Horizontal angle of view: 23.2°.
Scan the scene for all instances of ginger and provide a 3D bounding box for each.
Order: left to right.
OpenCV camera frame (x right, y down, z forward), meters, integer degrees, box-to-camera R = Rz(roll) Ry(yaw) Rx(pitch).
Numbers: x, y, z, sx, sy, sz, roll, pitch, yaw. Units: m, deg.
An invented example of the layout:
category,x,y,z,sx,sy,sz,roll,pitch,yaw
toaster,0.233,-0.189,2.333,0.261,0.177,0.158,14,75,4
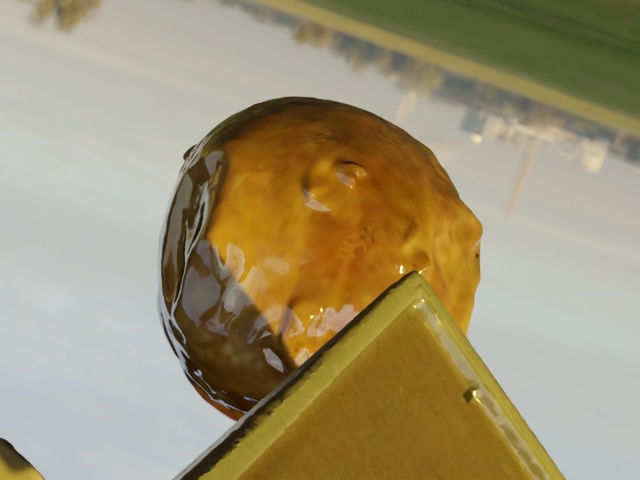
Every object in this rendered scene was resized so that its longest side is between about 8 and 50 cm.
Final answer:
category,x,y,z,sx,sy,sz,roll,pitch,yaw
ginger,-0.004,-0.002,1.037,0.200,0.223,0.269,20,-133,-10

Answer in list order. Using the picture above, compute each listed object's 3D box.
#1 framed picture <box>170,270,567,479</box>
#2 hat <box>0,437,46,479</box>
category,x,y,z,sx,sy,sz,roll,pitch,yaw
framed picture,0.079,0.178,0.527,0.324,0.020,0.240,55,-151,-2
hat,-0.257,0.192,0.891,0.166,0.144,0.173,12,-139,14
